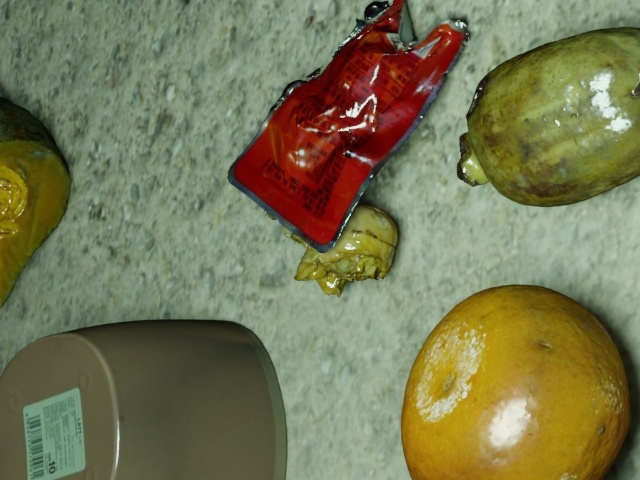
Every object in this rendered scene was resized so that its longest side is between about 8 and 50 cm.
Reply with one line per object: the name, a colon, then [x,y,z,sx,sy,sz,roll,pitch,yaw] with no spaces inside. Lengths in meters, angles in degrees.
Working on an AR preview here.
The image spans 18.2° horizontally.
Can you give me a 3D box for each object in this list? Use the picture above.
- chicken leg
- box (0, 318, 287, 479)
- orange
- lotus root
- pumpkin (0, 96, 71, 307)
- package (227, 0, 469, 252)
chicken leg: [0.002,-0.002,2.048,0.207,0.085,0.101,23,88,55]
box: [-0.209,0.217,2.147,0.301,0.216,0.301,-10,77,48]
orange: [0.172,0.150,1.763,0.224,0.170,0.224,-42,32,33]
lotus root: [0.217,-0.105,1.799,0.260,0.128,0.145,-23,77,44]
pumpkin: [-0.379,-0.054,2.449,0.131,0.126,0.248,31,126,37]
package: [0.030,-0.133,2.007,0.269,0.071,0.194,-48,36,-2]
